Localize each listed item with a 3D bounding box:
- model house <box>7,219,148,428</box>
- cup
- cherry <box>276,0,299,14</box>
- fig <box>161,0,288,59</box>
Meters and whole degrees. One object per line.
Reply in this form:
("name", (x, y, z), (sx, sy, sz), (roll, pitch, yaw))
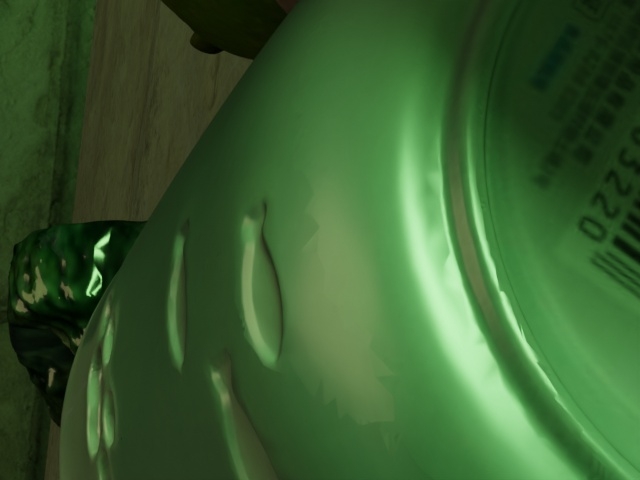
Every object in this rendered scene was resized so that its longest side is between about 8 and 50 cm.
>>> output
("model house", (-0.053, 0.150, 0.974), (0.298, 0.243, 0.284), (103, 162, -72))
("cup", (0.098, 0.077, 0.472), (0.356, 0.259, 0.274), (58, 156, 9))
("cherry", (0.075, -0.155, 0.630), (0.206, 0.239, 0.239), (14, 103, 37))
("fig", (-0.002, -0.206, 0.906), (0.314, 0.233, 0.233), (-139, 53, -83))
